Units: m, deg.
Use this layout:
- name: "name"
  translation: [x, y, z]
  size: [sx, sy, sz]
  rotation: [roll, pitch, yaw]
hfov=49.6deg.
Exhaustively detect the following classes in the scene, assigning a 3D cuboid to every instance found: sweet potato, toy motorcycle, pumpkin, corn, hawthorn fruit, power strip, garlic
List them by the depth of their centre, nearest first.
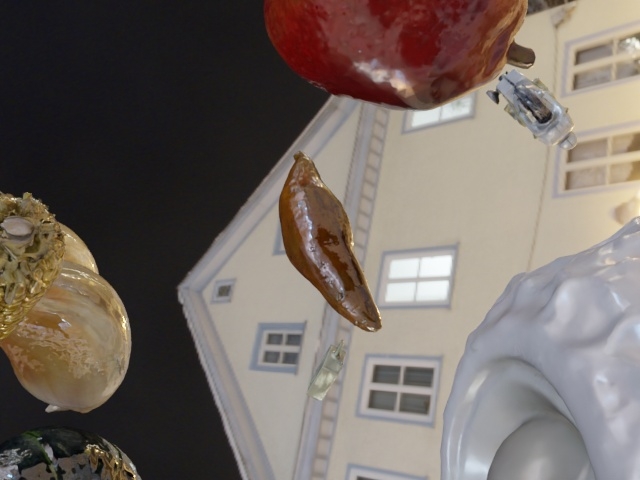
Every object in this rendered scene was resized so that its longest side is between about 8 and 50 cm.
- name: "corn"
  translation: [-0.352, 0.048, 0.734]
  size: [0.115, 0.318, 0.115]
  rotation: [19, -124, -30]
- name: "hawthorn fruit"
  translation: [0.096, -0.264, 0.760]
  size: [0.307, 0.265, 0.265]
  rotation: [24, -115, -11]
- name: "pumpkin"
  translation: [-0.417, 0.448, 1.049]
  size: [0.323, 0.241, 0.323]
  rotation: [2, -93, -45]
- name: "garlic"
  translation: [-0.423, 0.111, 1.076]
  size: [0.249, 0.286, 0.313]
  rotation: [-55, -39, -20]
- name: "sweet potato"
  translation: [-0.003, -0.004, 1.084]
  size: [0.112, 0.112, 0.359]
  rotation: [21, -138, -42]
- name: "toy motorcycle"
  translation: [0.341, -0.203, 1.085]
  size: [0.151, 0.074, 0.228]
  rotation: [41, -163, -8]
- name: "power strip"
  translation: [0.020, 0.272, 1.491]
  size: [0.042, 0.175, 0.075]
  rotation: [26, -142, 0]

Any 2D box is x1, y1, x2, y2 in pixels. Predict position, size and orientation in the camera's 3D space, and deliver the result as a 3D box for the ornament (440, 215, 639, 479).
- name: "ornament"
  translation: [0.237, 0.149, 0.379]
  size: [0.337, 0.337, 0.337]
  rotation: [7, -100, -45]
